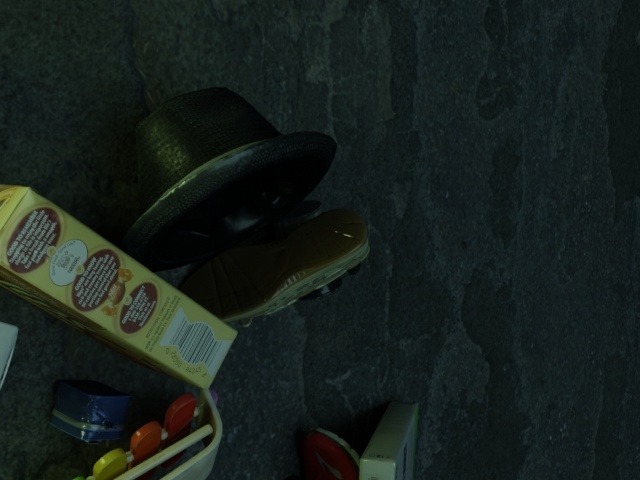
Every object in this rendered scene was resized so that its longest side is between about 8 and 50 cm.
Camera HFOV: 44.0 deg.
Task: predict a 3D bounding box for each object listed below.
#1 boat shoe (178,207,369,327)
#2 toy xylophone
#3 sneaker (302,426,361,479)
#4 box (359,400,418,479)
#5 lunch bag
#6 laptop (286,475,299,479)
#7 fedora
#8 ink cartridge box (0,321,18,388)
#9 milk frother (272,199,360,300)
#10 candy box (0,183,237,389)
[{"bbox_3d":[-0.061,0.054,1.112,0.285,0.104,0.089,-22,150,0],"label":"boat shoe"},{"bbox_3d":[-0.237,0.291,0.962,0.323,0.081,0.236,-26,155,-38],"label":"toy xylophone"},{"bbox_3d":[0.013,0.437,1.265,0.118,0.107,0.279,-26,112,-49],"label":"sneaker"},{"bbox_3d":[0.112,0.415,1.290,0.322,0.058,0.232,-14,107,-75],"label":"box"},{"bbox_3d":[-0.284,0.215,0.979,0.067,0.098,0.065,14,87,-48],"label":"lunch bag"},{"bbox_3d":[-0.079,0.527,1.180,0.264,0.137,0.234,-16,106,-41],"label":"laptop"},{"bbox_3d":[-0.140,-0.092,1.000,0.334,0.334,0.152,-25,78,-39],"label":"fedora"},{"bbox_3d":[-0.417,0.094,0.759,0.158,0.218,0.092,27,71,-42],"label":"ink cartridge box"},{"bbox_3d":[0.000,0.000,1.236,0.143,0.129,0.134,-83,160,-70],"label":"milk frother"},{"bbox_3d":[-0.268,0.055,0.917,0.316,0.183,0.087,42,66,-38],"label":"candy box"}]
